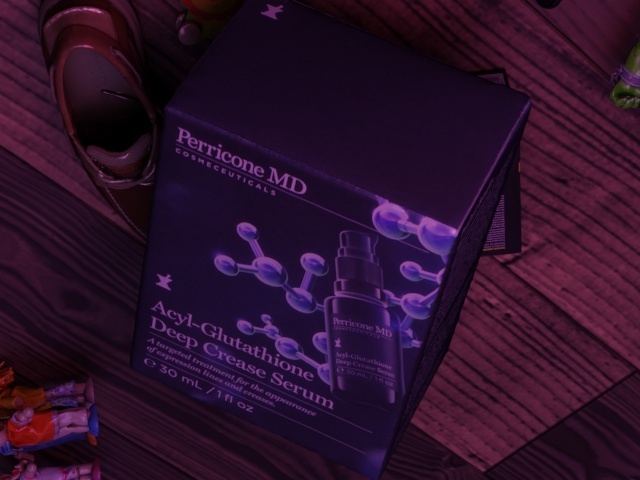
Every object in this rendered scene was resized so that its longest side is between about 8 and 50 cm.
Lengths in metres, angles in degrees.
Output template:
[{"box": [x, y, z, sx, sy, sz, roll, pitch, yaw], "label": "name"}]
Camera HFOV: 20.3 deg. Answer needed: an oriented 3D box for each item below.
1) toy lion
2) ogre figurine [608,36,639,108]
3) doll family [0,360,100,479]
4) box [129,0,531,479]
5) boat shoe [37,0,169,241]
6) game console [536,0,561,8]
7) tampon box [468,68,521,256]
[{"box": [-0.097, -0.235, 1.773, 0.100, 0.034, 0.096, 15, 120, -19], "label": "toy lion"}, {"box": [0.393, -0.203, 1.811, 0.197, 0.097, 0.118, 0, 137, -1], "label": "ogre figurine"}, {"box": [-0.347, 0.222, 2.108, 0.163, 0.118, 0.263, -6, 150, -9], "label": "doll family"}, {"box": [0.000, 0.000, 1.770, 0.293, 0.212, 0.395, 23, 137, 10], "label": "box"}, {"box": [-0.206, -0.108, 1.809, 0.122, 0.120, 0.324, -16, 131, 8], "label": "boat shoe"}, {"box": [0.209, -0.311, 1.700, 0.085, 0.124, 0.144, -5, 143, -52], "label": "game console"}, {"box": [0.154, -0.078, 1.876, 0.101, 0.120, 0.161, -6, 132, 0], "label": "tampon box"}]
